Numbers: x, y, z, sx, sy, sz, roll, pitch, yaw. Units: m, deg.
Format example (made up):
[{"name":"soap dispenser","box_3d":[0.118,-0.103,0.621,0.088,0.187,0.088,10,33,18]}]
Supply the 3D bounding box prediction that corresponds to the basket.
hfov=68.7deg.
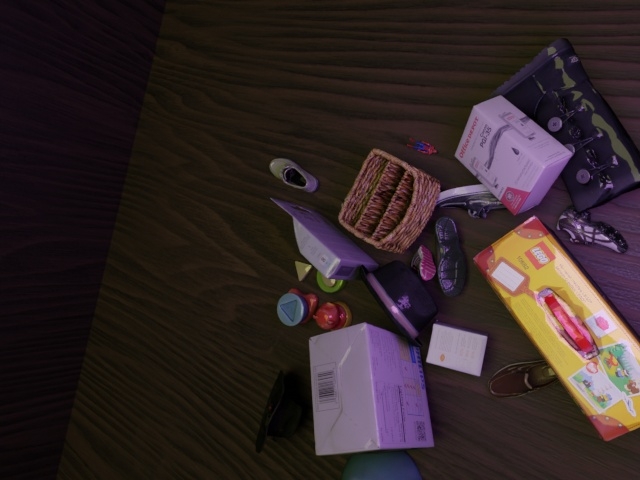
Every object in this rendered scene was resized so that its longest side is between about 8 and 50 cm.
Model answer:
[{"name":"basket","box_3d":[0.233,-0.124,1.592,0.299,0.222,0.213,-62,27,15]}]

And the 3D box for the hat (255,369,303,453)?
[{"name":"hat","box_3d":[-0.146,0.683,1.828,0.133,0.331,0.332,20,98,-5]}]

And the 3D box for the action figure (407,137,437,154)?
[{"name":"action figure","box_3d":[0.368,-0.336,1.687,0.115,0.030,0.038,27,95,30]}]

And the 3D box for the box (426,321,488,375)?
[{"name":"box","box_3d":[0.443,0.347,1.517,0.170,0.091,0.130,11,91,22]}]

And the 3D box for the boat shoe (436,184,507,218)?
[{"name":"boat shoe","box_3d":[0.518,-0.122,1.529,0.301,0.108,0.102,-5,81,25]}]

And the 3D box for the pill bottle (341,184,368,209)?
[{"name":"pill bottle","box_3d":[0.179,-0.185,1.740,0.119,0.119,0.209,42,108,28]}]

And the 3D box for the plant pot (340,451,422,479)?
[{"name":"plant pot","box_3d":[0.180,0.855,1.598,0.290,0.195,0.291,-4,83,32]}]

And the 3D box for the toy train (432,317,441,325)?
[{"name":"toy train","box_3d":[0.411,0.344,1.595,0.036,0.027,0.159,-14,79,28]}]

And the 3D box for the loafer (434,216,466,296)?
[{"name":"loafer","box_3d":[0.433,0.055,1.591,0.096,0.084,0.268,-4,86,0]}]

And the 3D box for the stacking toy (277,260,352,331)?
[{"name":"stacking toy","box_3d":[-0.037,0.213,1.836,0.308,0.130,0.280,1,86,33]}]

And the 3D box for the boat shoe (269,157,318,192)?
[{"name":"boat shoe","box_3d":[-0.129,-0.278,1.965,0.267,0.088,0.096,37,106,29]}]

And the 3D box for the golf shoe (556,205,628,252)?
[{"name":"golf shoe","box_3d":[0.790,-0.017,1.368,0.198,0.077,0.094,44,130,27]}]

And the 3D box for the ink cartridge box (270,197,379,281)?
[{"name":"ink cartridge box","box_3d":[0.000,0.000,1.725,0.385,0.308,0.091,41,106,29]}]

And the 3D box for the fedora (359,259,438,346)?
[{"name":"fedora","box_3d":[0.277,0.184,1.561,0.152,0.334,0.334,-39,65,6]}]

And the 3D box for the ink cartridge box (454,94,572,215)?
[{"name":"ink cartridge box","box_3d":[0.545,-0.248,1.364,0.283,0.117,0.207,54,157,29]}]

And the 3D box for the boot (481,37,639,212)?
[{"name":"boot","box_3d":[0.682,-0.285,1.367,0.445,0.146,0.367,63,157,9]}]

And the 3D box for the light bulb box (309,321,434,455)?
[{"name":"light bulb box","box_3d":[0.165,0.487,1.500,0.225,0.361,0.358,-21,59,31]}]

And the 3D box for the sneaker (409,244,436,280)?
[{"name":"sneaker","box_3d":[0.346,0.091,1.605,0.075,0.063,0.170,-54,16,32]}]

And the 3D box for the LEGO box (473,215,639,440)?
[{"name":"LEGO box","box_3d":[0.669,0.205,1.237,0.193,0.372,0.500,-40,66,23]}]

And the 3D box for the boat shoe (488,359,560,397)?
[{"name":"boat shoe","box_3d":[0.622,0.412,1.411,0.257,0.095,0.095,-31,70,27]}]
